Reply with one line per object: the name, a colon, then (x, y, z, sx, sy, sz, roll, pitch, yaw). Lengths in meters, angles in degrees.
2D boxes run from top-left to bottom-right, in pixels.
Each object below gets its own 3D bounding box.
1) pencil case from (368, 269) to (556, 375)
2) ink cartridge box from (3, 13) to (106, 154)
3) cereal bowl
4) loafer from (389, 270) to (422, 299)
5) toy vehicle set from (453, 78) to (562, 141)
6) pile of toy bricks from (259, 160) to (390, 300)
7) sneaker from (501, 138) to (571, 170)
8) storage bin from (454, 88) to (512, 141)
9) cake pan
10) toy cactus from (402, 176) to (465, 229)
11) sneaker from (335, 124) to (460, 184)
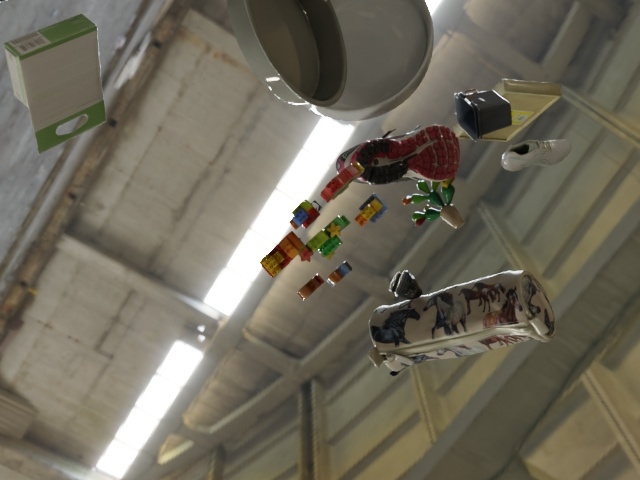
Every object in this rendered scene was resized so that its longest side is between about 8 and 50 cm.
pencil case: (0.308, 0.185, 1.732, 0.410, 0.160, 0.183, -18, -150, 32)
ink cartridge box: (-0.507, -0.301, 1.524, 0.171, 0.056, 0.235, -36, 153, -33)
cereal bowl: (0.072, -0.399, 1.653, 0.338, 0.339, 0.141, -62, 165, -10)
loafer: (0.199, 0.103, 1.737, 0.170, 0.061, 0.062, -132, -114, -86)
toy vehicle set: (0.484, -0.336, 2.059, 0.267, 0.166, 0.035, 135, -46, -63)
pile of toy bricks: (0.000, 0.000, 1.076, 0.212, 0.118, 0.105, -45, 176, 21)
sneaker: (0.466, -0.190, 1.686, 0.061, 0.152, 0.053, 78, -2, -62)
storage bin: (0.366, -0.294, 1.760, 0.091, 0.098, 0.135, -15, -151, -5)
cake pan: (-0.055, -0.353, 1.299, 0.054, 0.293, 0.293, -17, -143, 30)
toy cactus: (0.333, -0.107, 2.215, 0.112, 0.180, 0.219, -12, 145, -50)
sneaker: (0.172, -0.181, 1.663, 0.112, 0.299, 0.120, 5, -81, 59)
